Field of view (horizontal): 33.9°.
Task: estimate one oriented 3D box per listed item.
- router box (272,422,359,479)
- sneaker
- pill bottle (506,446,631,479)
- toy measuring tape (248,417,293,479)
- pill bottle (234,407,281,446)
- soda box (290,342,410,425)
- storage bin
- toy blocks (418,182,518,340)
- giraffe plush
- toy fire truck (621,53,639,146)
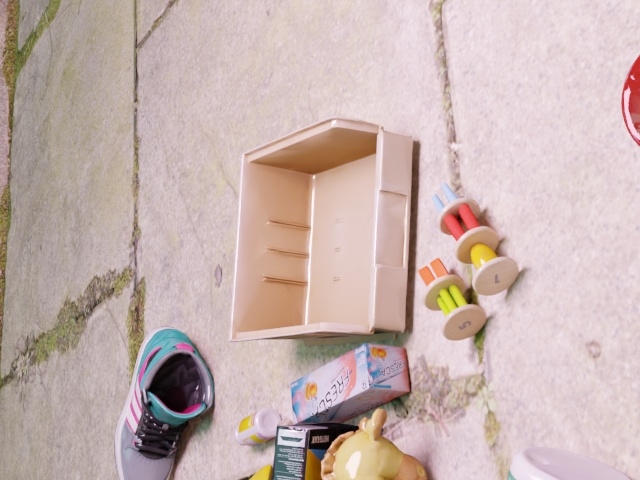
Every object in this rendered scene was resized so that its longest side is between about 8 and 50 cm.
[{"bbox_3d":[-0.006,0.286,1.247,0.046,0.179,0.133,3,83,21],"label":"router box"},{"bbox_3d":[-0.255,0.294,1.722,0.178,0.123,0.296,-179,99,-69],"label":"sneaker"},{"bbox_3d":[0.203,0.302,0.933,0.117,0.117,0.209,26,104,59],"label":"pill bottle"},{"bbox_3d":[-0.092,0.332,1.306,0.330,0.121,0.121,-75,6,-71],"label":"toy measuring tape"},{"bbox_3d":[-0.093,0.273,1.518,0.083,0.043,0.043,-36,52,50],"label":"pill bottle"},{"bbox_3d":[0.034,0.183,1.308,0.183,0.062,0.058,-37,51,50],"label":"soda box"},{"bbox_3d":[0.000,0.000,1.357,0.260,0.123,0.263,-14,70,58],"label":"storage bin"},{"bbox_3d":[0.148,0.019,1.168,0.123,0.054,0.148,-60,36,30],"label":"toy blocks"},{"bbox_3d":[0.055,0.293,1.161,0.181,0.210,0.171,-32,26,34],"label":"giraffe plush"},{"bbox_3d":[0.368,-0.157,0.759,0.253,0.169,0.302,-9,75,39],"label":"toy fire truck"}]
